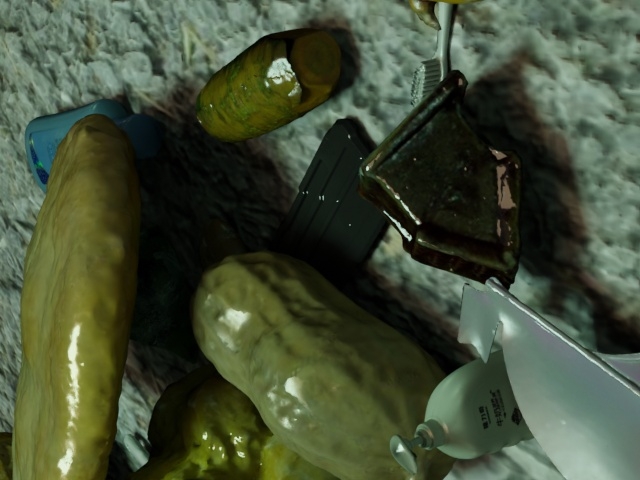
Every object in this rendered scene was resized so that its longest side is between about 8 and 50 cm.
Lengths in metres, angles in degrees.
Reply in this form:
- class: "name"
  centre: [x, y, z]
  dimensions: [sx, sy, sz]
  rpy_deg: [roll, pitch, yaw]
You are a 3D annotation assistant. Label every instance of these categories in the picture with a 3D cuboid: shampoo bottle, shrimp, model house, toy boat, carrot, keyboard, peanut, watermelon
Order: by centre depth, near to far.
- class: "toy boat"
  centre: [0.217, 0.156, 0.879]
  dimensions: [0.318, 0.072, 0.219]
  rpy_deg: [15, 117, 39]
- class: "shampoo bottle"
  centre: [0.113, 0.136, 0.977]
  dimensions: [0.045, 0.152, 0.077]
  rpy_deg: [-7, 97, 56]
- class: "model house"
  centre: [0.108, -0.027, 0.980]
  dimensions: [0.152, 0.106, 0.165]
  rpy_deg: [52, 177, 9]
- class: "peanut"
  centre: [-0.005, 0.109, 1.110]
  dimensions: [0.291, 0.143, 0.159]
  rpy_deg: [39, 174, 30]
- class: "carrot"
  centre: [-0.047, -0.142, 1.142]
  dimensions: [0.173, 0.082, 0.082]
  rpy_deg: [-14, 92, 58]
- class: "keyboard"
  centre: [0.000, 0.000, 1.190]
  dimensions: [0.106, 0.016, 0.262]
  rpy_deg: [54, 141, 23]
- class: "shrimp"
  centre: [-0.104, 0.063, 1.339]
  dimensions: [0.099, 0.041, 0.180]
  rpy_deg: [18, 119, 51]
- class: "watermelon"
  centre: [-0.199, 0.060, 1.443]
  dimensions: [0.080, 0.101, 0.155]
  rpy_deg: [28, 117, 59]
- class: "shampoo bottle"
  centre: [-0.267, -0.110, 1.470]
  dimensions: [0.258, 0.061, 0.103]
  rpy_deg: [-4, 103, 54]

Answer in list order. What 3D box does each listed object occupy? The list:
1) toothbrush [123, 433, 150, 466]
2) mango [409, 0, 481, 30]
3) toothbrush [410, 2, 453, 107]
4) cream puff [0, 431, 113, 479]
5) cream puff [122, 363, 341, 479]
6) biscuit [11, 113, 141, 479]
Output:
- class: "toothbrush"
  centre: [-0.125, 0.339, 1.494]
  dimensions: [0.418, 0.040, 0.042]
  rpy_deg: [35, 154, 45]
- class: "mango"
  centre: [0.103, -0.295, 0.833]
  dimensions: [0.177, 0.119, 0.316]
  rpy_deg: [20, 113, 39]
- class: "toothbrush"
  centre: [0.099, -0.231, 0.952]
  dimensions: [0.021, 0.024, 0.288]
  rpy_deg: [37, 132, 42]
- class: "cream puff"
  centre: [-0.378, 0.389, 1.686]
  dimensions: [0.327, 0.231, 0.342]
  rpy_deg: [39, 139, 46]
- class: "cream puff"
  centre: [-0.099, 0.296, 1.232]
  dimensions: [0.291, 0.257, 0.324]
  rpy_deg: [-19, 93, 57]
- class: "biscuit"
  centre: [-0.257, 0.095, 1.281]
  dimensions: [0.429, 0.104, 0.446]
  rpy_deg: [-112, 31, -62]
